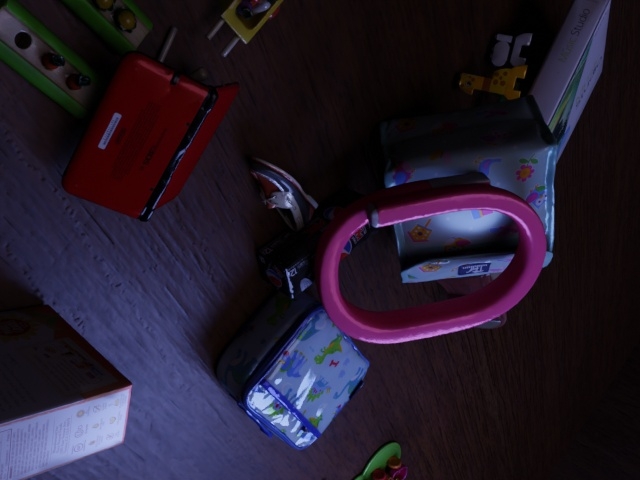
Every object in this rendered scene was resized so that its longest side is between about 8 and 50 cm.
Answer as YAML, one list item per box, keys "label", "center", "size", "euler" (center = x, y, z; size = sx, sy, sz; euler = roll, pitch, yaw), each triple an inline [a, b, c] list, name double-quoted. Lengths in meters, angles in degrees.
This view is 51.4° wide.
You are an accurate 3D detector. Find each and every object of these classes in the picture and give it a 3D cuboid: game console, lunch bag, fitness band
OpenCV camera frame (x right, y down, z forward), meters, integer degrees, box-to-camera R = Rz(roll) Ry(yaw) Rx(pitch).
- label: "game console"
  center: [-0.154, -0.099, 0.616]
  size: [0.124, 0.085, 0.144]
  euler: [23, 113, -29]
- label: "lunch bag"
  center: [-0.034, 0.183, 0.915]
  size: [0.176, 0.090, 0.219]
  euler: [-47, 140, -15]
- label: "fitness band"
  center: [0.137, 0.028, 0.824]
  size: [0.291, 0.054, 0.209]
  euler: [-10, 120, -7]
- label: "lunch bag"
  center: [0.205, -0.043, 0.927]
  size: [0.160, 0.223, 0.262]
  euler: [-90, 170, -51]

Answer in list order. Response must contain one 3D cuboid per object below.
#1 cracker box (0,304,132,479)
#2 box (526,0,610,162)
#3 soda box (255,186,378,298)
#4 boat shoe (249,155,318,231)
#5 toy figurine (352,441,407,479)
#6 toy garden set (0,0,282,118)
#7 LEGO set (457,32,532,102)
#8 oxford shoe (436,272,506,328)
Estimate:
- label: "cracker box"
  center: [-0.291, 0.128, 0.518]
  size: [0.232, 0.156, 0.067]
  euler: [-7, 118, -47]
- label: "box"
  center: [0.412, -0.248, 1.132]
  size: [0.232, 0.058, 0.322]
  euler: [-65, 158, 4]
- label: "soda box"
  center: [0.000, 0.000, 0.861]
  size: [0.169, 0.060, 0.053]
  euler: [-37, 137, -29]
- label: "boat shoe"
  center: [-0.047, -0.054, 0.786]
  size: [0.043, 0.049, 0.137]
  euler: [-56, 147, -5]
- label: "toy figurine"
  center: [0.156, 0.496, 1.272]
  size: [0.173, 0.159, 0.130]
  euler: [-22, 127, -40]
- label: "toy garden set"
  center: [-0.137, -0.203, 0.582]
  size: [0.244, 0.049, 0.204]
  euler: [-56, 143, -8]
- label: "LEGO set"
  center: [0.252, -0.214, 1.020]
  size: [0.087, 0.093, 0.227]
  euler: [-44, 147, -75]
- label: "oxford shoe"
  center: [0.252, 0.015, 1.156]
  size: [0.348, 0.123, 0.130]
  euler: [63, 37, -47]
